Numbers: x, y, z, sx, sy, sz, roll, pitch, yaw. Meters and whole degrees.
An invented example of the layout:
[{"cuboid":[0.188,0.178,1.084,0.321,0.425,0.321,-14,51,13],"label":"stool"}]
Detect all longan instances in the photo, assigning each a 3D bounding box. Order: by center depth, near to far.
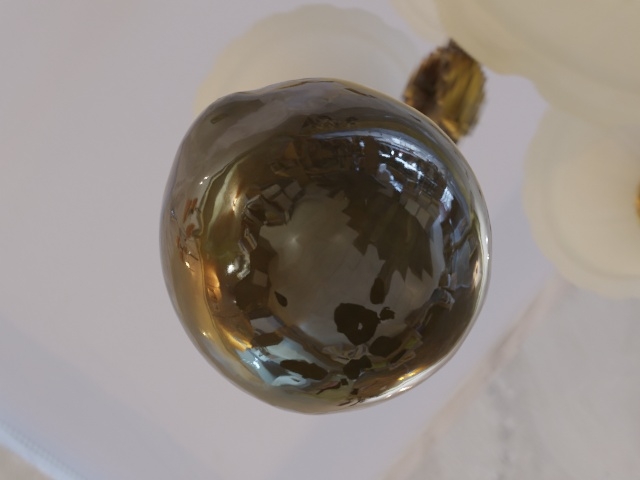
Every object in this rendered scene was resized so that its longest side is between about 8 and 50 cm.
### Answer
[{"cuboid":[0.000,0.000,1.079,0.258,0.258,0.258,-4,-74,-16],"label":"longan"}]
